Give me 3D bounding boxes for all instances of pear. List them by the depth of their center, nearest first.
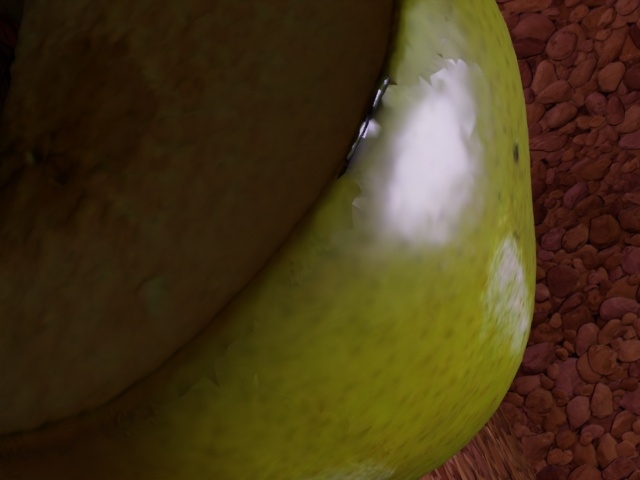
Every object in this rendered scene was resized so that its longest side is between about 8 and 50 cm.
[{"bbox_3d":[0.000,0.000,0.583,0.318,0.238,0.342,52,31,-49],"label":"pear"}]

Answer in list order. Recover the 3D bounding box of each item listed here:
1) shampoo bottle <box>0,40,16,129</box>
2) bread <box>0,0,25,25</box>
[{"bbox_3d":[-0.168,-0.070,0.653,0.072,0.072,0.214,62,9,9],"label":"shampoo bottle"},{"bbox_3d":[-0.191,-0.181,0.739,0.301,0.045,0.301,43,6,-6],"label":"bread"}]
